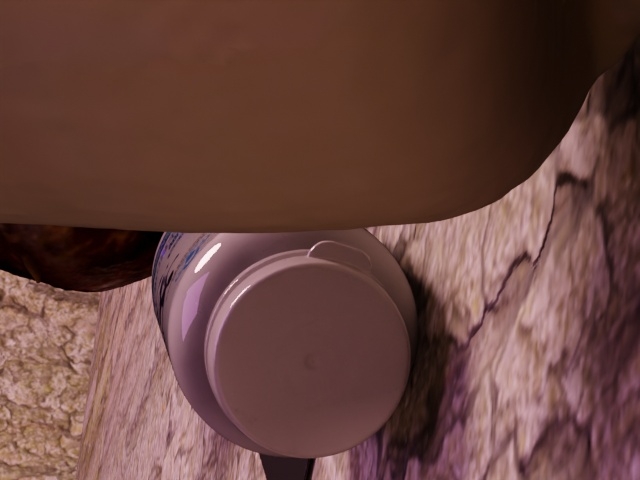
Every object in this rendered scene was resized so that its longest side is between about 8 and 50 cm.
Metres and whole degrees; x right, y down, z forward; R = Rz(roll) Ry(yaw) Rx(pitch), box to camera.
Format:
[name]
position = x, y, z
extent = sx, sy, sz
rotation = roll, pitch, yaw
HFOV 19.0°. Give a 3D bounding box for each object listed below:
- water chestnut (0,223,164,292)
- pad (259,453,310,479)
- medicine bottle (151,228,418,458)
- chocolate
[water chestnut]
position = -0.155, -0.127, 1.379
extent = 0.350, 0.302, 0.350
rotation = -12, -90, -74
[pad]
position = 0.001, 0.000, 1.076
extent = 0.202, 0.005, 0.300
rotation = -121, 41, -74
[medicine bottle]
position = -0.017, 0.033, 0.838
extent = 0.191, 0.107, 0.107
rotation = -134, 54, -78
[chocolate]
position = -0.022, -0.138, 0.551
extent = 0.326, 0.297, 0.314
rotation = 73, -150, -72
